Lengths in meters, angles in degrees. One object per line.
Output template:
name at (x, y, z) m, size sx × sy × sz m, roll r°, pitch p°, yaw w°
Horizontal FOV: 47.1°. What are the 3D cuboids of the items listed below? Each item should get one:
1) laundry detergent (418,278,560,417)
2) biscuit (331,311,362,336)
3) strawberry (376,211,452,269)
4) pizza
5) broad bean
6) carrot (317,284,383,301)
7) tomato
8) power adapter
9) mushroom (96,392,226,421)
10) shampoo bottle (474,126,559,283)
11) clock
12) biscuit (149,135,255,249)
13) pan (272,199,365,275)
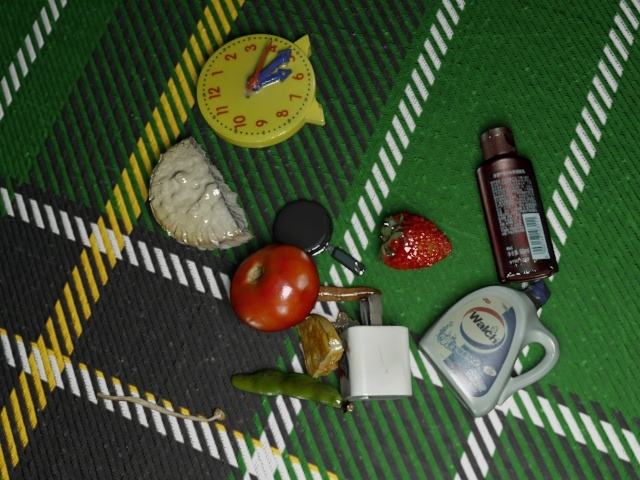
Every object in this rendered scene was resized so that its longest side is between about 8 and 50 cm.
laundry detergent at (0.354, 0.191, 1.444) m, size 0.280 × 0.105 × 0.215 m, roll -36°, pitch 72°, yaw -6°
biscuit at (0.046, 0.196, 1.524) m, size 0.092 × 0.016 × 0.082 m, roll -37°, pitch 77°, yaw -4°
strawberry at (0.191, 0.004, 1.524) m, size 0.131 × 0.148 × 0.131 m, roll -21°, pitch 61°, yaw 45°
pizza at (0.000, 0.213, 1.477) m, size 0.046 × 0.175 × 0.134 m, roll -2°, pitch 111°, yaw -24°
broad bean at (-0.056, 0.290, 1.459) m, size 0.297 × 0.043 × 0.060 m, roll 4°, pitch 55°, yaw 32°
carrot at (0.049, 0.113, 1.541) m, size 0.165 × 0.036 × 0.036 m, roll 1°, pitch 73°, yaw 5°
tomato at (-0.090, 0.097, 1.494) m, size 0.195 × 0.136 × 0.195 m, roll -26°, pitch 44°, yaw 29°
power adapter at (0.104, 0.208, 1.445) m, size 0.125 × 0.130 × 0.205 m, roll 1°, pitch 72°, yaw -11°
mushroom at (-0.333, 0.347, 1.522) m, size 0.286 × 0.026 × 0.028 m, roll 5°, pitch 58°, yaw 10°
shampoo bottle at (0.399, -0.076, 1.532) m, size 0.129 × 0.084 × 0.323 m, roll -10°, pitch 71°, yaw 1°
clock at (-0.144, -0.353, 1.686) m, size 0.293 × 0.071 × 0.277 m, roll -17°, pitch 72°, yaw 2°
biscuit at (-0.278, -0.084, 1.613) m, size 0.179 × 0.084 × 0.281 m, roll -34°, pitch 73°, yaw -5°
pan at (0.000, 0.000, 1.583) m, size 0.235 × 0.028 × 0.136 m, roll 35°, pitch 80°, yaw 15°
